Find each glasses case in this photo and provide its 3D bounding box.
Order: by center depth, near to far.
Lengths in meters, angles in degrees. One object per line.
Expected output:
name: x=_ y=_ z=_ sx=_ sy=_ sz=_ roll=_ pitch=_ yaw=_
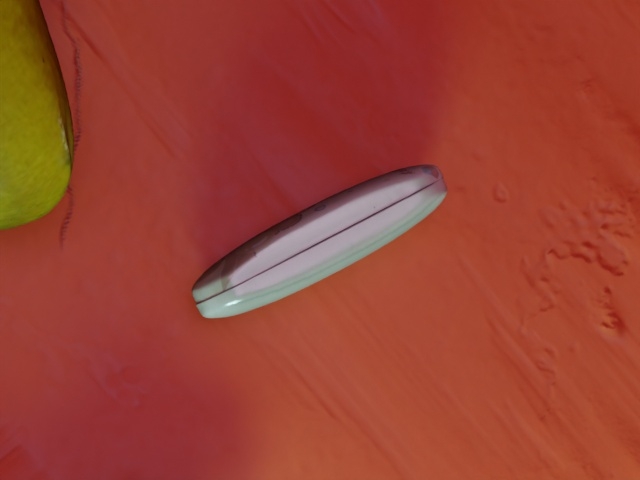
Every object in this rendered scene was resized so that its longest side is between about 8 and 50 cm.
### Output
glasses case: x=0.000 y=0.000 z=1.166 sx=0.204 sy=0.081 sz=0.051 roll=-27 pitch=90 yaw=-14

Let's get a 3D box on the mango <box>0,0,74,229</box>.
mango: x=-0.287 y=-0.155 z=1.042 sx=0.365 sy=0.253 sz=0.182 roll=53 pitch=56 yaw=-32
